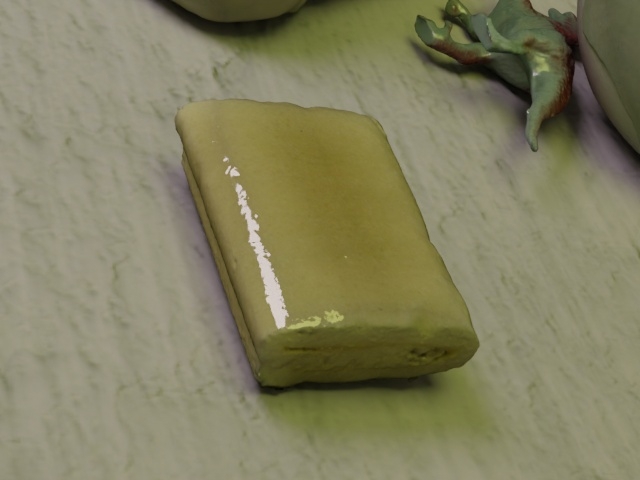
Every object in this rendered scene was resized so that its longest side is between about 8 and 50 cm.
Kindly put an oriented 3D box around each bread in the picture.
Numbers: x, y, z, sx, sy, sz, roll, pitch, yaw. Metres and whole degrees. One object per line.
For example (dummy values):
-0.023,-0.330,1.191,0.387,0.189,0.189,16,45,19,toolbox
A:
-0.001,0.000,0.845,0.139,0.060,0.178,4,44,-27,bread

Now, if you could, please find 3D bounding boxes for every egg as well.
0.273,-0.146,1.081,0.183,0.183,0.217,8,81,-25,egg

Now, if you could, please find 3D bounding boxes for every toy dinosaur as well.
0.155,-0.127,1.091,0.167,0.053,0.242,17,30,-26,toy dinosaur

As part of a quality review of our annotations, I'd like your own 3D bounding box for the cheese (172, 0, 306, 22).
-0.023,-0.260,1.069,0.174,0.251,0.248,28,-1,20,cheese
